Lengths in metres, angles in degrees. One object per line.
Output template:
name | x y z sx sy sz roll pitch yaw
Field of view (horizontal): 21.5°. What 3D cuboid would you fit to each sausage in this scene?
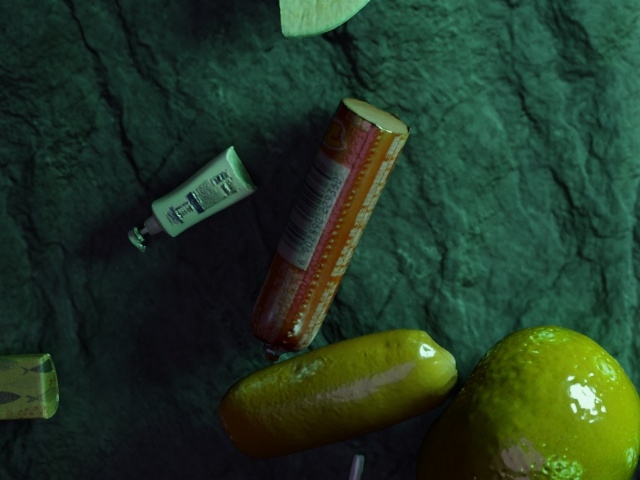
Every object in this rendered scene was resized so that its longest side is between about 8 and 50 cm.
sausage | 0.016 0.145 1.619 0.238 0.098 0.098 -18 101 18
sausage | 0.000 0.000 1.590 0.074 0.074 0.274 25 109 4

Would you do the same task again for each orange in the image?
orange | 0.193 0.202 1.560 0.179 0.158 0.237 35 109 -1

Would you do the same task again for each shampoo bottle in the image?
shampoo bottle | -0.130 -0.036 1.628 0.141 0.034 0.049 -30 105 19

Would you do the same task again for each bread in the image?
bread | 0.011 -0.284 1.528 0.112 0.036 0.193 -5 101 8

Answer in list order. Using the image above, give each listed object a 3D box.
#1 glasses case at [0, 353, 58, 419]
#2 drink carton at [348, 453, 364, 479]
glasses case | -0.355 0.152 1.726 0.170 0.041 0.065 -4 93 14
drink carton | 0.017 0.315 1.676 0.084 0.074 0.200 13 109 8
